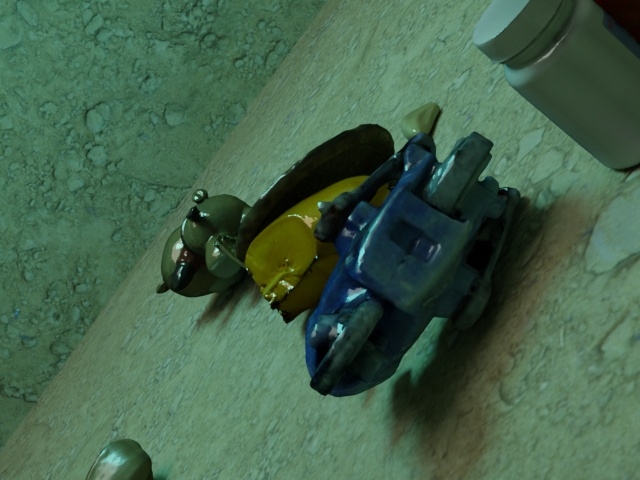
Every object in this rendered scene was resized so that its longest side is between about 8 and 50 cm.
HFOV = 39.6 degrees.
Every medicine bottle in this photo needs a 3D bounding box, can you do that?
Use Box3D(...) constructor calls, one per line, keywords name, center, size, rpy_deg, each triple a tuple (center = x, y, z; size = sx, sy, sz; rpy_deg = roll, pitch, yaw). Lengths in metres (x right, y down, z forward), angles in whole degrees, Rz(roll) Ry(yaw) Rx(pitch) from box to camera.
Box3D(name="medicine bottle", center=(0.236, -0.156, 0.812), size=(0.103, 0.186, 0.103), rpy_deg=(-48, 17, 20))

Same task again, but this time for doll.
Box3D(name="doll", center=(-0.207, 0.008, 1.682), size=(0.235, 0.174, 0.330), rpy_deg=(-40, -1, -26))

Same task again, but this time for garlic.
Box3D(name="garlic", center=(0.149, -0.178, 1.350), size=(0.053, 0.041, 0.083), rpy_deg=(-23, 27, 51))

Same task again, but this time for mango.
Box3D(name="mango", center=(0.000, 0.000, 1.237), size=(0.252, 0.126, 0.154), rpy_deg=(-44, -20, 22))

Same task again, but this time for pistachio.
Box3D(name="pistachio", center=(-0.319, 0.388, 1.392), size=(0.149, 0.113, 0.113), rpy_deg=(-58, 17, -25))

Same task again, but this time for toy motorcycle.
Box3D(name="toy motorcycle", center=(0.092, 0.045, 0.920), size=(0.182, 0.241, 0.319), rpy_deg=(25, 69, 32))

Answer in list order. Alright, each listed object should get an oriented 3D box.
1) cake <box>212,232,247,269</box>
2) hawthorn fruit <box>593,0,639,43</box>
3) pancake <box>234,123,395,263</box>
Box3D(name="cake", center=(-0.115, 0.032, 1.503), size=(0.051, 0.140, 0.055), rpy_deg=(-47, 31, 51))
Box3D(name="hawthorn fruit", center=(0.282, -0.245, 0.891), size=(0.196, 0.196, 0.226), rpy_deg=(-97, 32, -66))
Box3D(name="pancake", center=(-0.006, -0.058, 1.334), size=(0.288, 0.033, 0.286), rpy_deg=(-32, -23, -16))
